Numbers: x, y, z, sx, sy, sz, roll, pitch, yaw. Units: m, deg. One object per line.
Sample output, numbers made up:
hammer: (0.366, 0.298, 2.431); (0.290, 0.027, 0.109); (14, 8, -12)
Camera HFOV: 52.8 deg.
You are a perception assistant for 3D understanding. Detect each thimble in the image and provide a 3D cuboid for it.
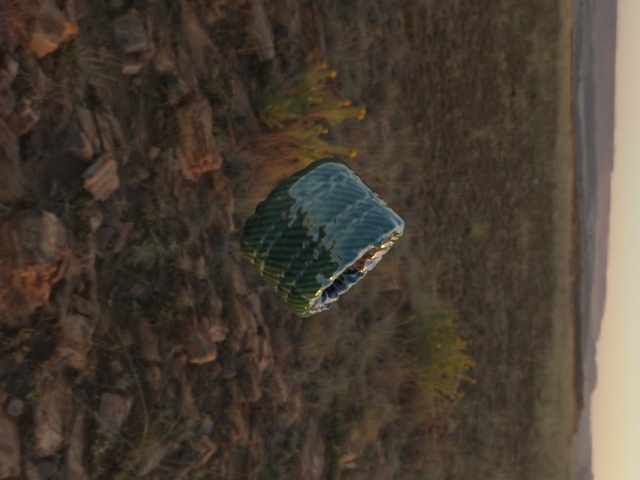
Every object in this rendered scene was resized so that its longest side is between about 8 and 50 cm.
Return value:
thimble: (0.001, -0.002, 0.541); (0.118, 0.090, 0.135); (-40, 168, -8)
